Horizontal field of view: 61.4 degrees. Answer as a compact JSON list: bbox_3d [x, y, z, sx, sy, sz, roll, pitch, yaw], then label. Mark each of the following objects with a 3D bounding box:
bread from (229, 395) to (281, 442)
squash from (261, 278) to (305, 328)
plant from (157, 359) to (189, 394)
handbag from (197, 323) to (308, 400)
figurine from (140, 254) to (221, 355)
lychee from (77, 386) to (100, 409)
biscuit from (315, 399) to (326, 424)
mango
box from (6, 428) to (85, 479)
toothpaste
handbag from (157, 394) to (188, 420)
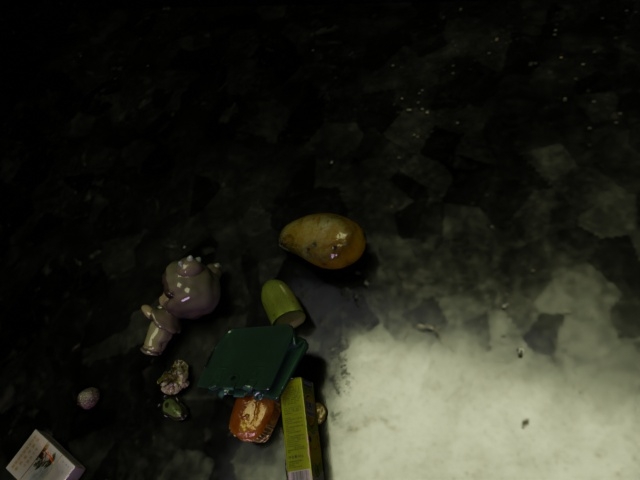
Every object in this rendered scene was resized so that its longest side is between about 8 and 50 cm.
[{"bbox_3d":[-0.196,0.520,1.654,0.132,0.114,0.191,12,72,22],"label":"bread"},{"bbox_3d":[-0.136,0.206,1.805,0.123,0.123,0.187,-32,52,0],"label":"squash"},{"bbox_3d":[-0.500,0.452,1.791,0.104,0.122,0.117,-13,65,25],"label":"plant"},{"bbox_3d":[-0.214,0.374,1.659,0.326,0.089,0.239,-9,39,38],"label":"handbag"},{"bbox_3d":[-0.487,0.226,1.861,0.203,0.248,0.381,34,90,26],"label":"figurine"},{"bbox_3d":[-0.808,0.549,1.874,0.083,0.068,0.067,-38,98,-8],"label":"lychee"},{"bbox_3d":[-0.047,0.515,1.656,0.147,0.018,0.071,19,72,26],"label":"biscuit"},{"bbox_3d":[0.007,-0.003,1.851,0.176,0.176,0.329,-28,28,-37],"label":"mango"},{"bbox_3d":[-0.912,0.758,1.789,0.233,0.067,0.150,24,72,28],"label":"box"},{"bbox_3d":[-0.054,0.568,1.558,0.077,0.110,0.328,-16,63,15],"label":"toothpaste"},{"bbox_3d":[-0.476,0.553,1.765,0.111,0.047,0.072,22,72,30],"label":"handbag"}]
